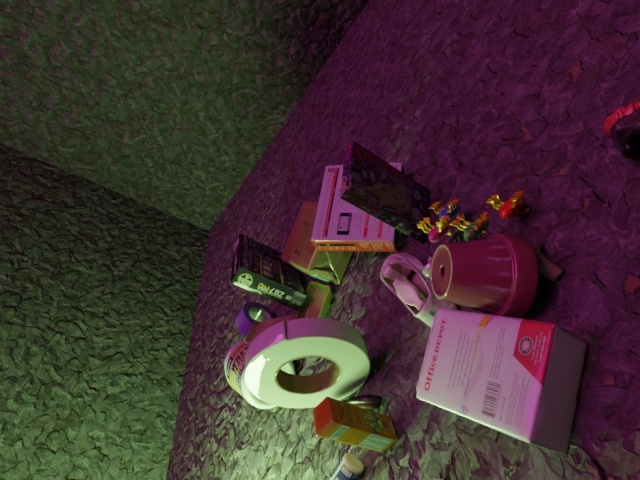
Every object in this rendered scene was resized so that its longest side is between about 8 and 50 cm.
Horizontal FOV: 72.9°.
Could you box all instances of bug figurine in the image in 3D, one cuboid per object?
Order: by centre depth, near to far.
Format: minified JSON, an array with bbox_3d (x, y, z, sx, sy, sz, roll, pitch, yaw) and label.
[{"bbox_3d":[0.393,-0.059,1.152,0.216,0.072,0.279,-34,18,-30],"label":"bug figurine"}]

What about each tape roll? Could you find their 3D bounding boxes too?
[{"bbox_3d":[-0.040,0.386,1.335,0.392,0.391,0.072,-49,30,29],"label":"tape roll"},{"bbox_3d":[-0.306,0.385,2.061,0.080,0.188,0.189,-53,28,21],"label":"tape roll"}]

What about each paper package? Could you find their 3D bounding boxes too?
[{"bbox_3d":[0.000,0.000,1.848,0.324,0.168,0.310,13,80,63],"label":"paper package"}]

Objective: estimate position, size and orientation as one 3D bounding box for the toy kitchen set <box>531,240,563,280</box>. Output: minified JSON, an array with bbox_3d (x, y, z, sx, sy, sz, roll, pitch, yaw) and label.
[{"bbox_3d":[0.507,0.058,1.007,0.083,0.075,0.068,-34,-25,-55],"label":"toy kitchen set"}]

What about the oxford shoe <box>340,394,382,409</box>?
[{"bbox_3d":[0.109,0.523,1.312,0.227,0.082,0.096,-39,54,43],"label":"oxford shoe"}]

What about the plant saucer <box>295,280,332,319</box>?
[{"bbox_3d":[-0.019,0.271,1.786,0.188,0.045,0.188,7,74,63],"label":"plant saucer"}]

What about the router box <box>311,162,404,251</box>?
[{"bbox_3d":[0.143,-0.125,1.594,0.300,0.082,0.336,2,62,20],"label":"router box"}]

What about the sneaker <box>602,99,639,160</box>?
[{"bbox_3d":[0.700,-0.248,0.831,0.276,0.097,0.135,-33,40,50],"label":"sneaker"}]

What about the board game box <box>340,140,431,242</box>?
[{"bbox_3d":[0.215,-0.149,1.368,0.056,0.346,0.208,-37,38,42],"label":"board game box"}]

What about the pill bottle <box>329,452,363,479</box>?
[{"bbox_3d":[0.068,0.681,1.244,0.120,0.067,0.067,-60,26,10],"label":"pill bottle"}]

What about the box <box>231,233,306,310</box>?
[{"bbox_3d":[-0.240,0.132,1.958,0.097,0.318,0.395,-61,19,14],"label":"box"}]

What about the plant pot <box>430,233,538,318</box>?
[{"bbox_3d":[0.364,0.079,1.005,0.201,0.180,0.202,-175,90,-83],"label":"plant pot"}]

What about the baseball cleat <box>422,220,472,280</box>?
[{"bbox_3d":[0.383,0.043,1.222,0.206,0.072,0.109,-47,66,-1],"label":"baseball cleat"}]

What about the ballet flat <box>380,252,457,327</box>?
[{"bbox_3d":[0.258,0.124,1.300,0.139,0.139,0.400,-59,26,12],"label":"ballet flat"}]

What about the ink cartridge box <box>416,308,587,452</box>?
[{"bbox_3d":[0.377,0.283,0.939,0.306,0.131,0.226,-4,65,63],"label":"ink cartridge box"}]

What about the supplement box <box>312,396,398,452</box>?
[{"bbox_3d":[0.095,0.497,1.164,0.080,0.233,0.078,-50,29,22],"label":"supplement box"}]

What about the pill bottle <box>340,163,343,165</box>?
[{"bbox_3d":[0.126,-0.274,1.890,0.229,0.131,0.131,-16,53,57],"label":"pill bottle"}]

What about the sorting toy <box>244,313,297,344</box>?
[{"bbox_3d":[-0.199,0.382,1.844,0.193,0.208,0.038,-68,-33,-72],"label":"sorting toy"}]

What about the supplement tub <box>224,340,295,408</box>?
[{"bbox_3d":[-0.264,0.542,1.803,0.316,0.228,0.229,-3,65,61],"label":"supplement tub"}]
